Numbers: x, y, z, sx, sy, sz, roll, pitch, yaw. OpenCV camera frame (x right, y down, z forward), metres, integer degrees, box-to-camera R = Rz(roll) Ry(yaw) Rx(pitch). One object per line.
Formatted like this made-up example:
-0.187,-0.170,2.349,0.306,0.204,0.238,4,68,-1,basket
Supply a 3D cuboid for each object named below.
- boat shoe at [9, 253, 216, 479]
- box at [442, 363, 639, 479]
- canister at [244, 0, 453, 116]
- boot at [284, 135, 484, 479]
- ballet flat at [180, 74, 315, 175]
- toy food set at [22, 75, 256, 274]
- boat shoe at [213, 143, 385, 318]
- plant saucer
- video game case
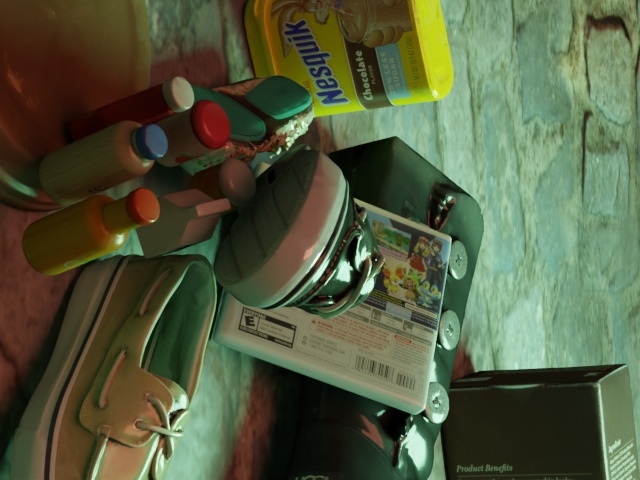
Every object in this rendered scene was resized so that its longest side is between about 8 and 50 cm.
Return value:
-0.141,0.120,1.145,0.109,0.094,0.302,52,32,-40,boat shoe
0.262,0.338,1.842,0.143,0.191,0.381,-15,100,-63,box
0.027,-0.178,1.493,0.073,0.170,0.126,-39,119,-59,canister
0.092,0.171,1.612,0.367,0.146,0.445,54,35,-48,boot
-0.079,-0.089,1.372,0.077,0.091,0.241,-57,161,23,ballet flat
-0.108,-0.052,1.158,0.232,0.105,0.111,-15,86,-55,toy food set
0.000,0.000,1.292,0.119,0.121,0.335,44,11,-8,boat shoe
-0.203,-0.160,1.181,0.278,0.041,0.277,21,66,-60,plant saucer
0.015,0.042,1.459,0.201,0.023,0.183,21,58,-15,video game case
